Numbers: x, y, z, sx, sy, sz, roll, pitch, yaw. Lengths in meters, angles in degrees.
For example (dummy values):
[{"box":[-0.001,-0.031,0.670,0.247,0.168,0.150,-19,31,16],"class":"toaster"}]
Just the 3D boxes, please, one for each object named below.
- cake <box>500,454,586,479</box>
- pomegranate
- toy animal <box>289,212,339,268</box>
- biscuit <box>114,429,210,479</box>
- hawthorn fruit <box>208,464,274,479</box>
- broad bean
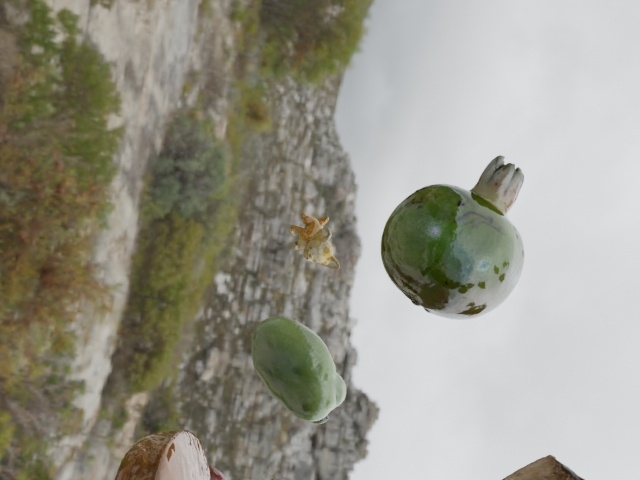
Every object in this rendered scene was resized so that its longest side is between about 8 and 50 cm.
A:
[{"box":[0.370,0.475,1.287,0.198,0.293,0.196,37,-28,59],"class":"cake"},{"box":[0.173,-0.009,0.980,0.210,0.180,0.180,-59,-174,3],"class":"pomegranate"},{"box":[0.000,0.000,1.096,0.083,0.081,0.061,25,-49,45],"class":"toy animal"},{"box":[-0.084,0.206,0.454,0.186,0.036,0.192,91,-2,-77],"class":"biscuit"},{"box":[-0.178,0.450,1.343,0.285,0.165,0.165,-24,-130,48],"class":"hawthorn fruit"},{"box":[-0.046,0.249,1.546,0.100,0.169,0.228,-24,93,-55],"class":"broad bean"}]
